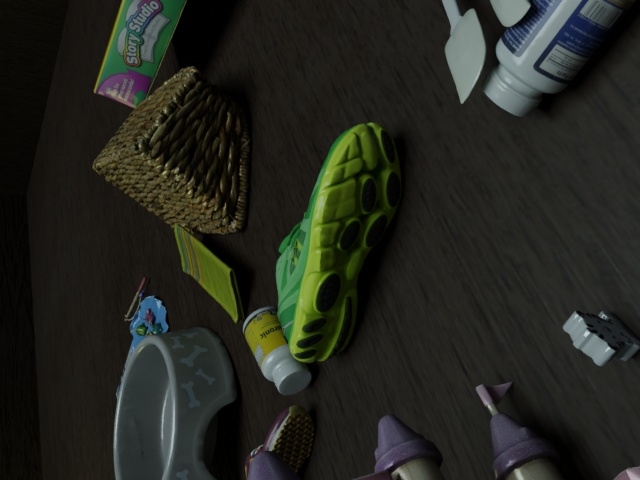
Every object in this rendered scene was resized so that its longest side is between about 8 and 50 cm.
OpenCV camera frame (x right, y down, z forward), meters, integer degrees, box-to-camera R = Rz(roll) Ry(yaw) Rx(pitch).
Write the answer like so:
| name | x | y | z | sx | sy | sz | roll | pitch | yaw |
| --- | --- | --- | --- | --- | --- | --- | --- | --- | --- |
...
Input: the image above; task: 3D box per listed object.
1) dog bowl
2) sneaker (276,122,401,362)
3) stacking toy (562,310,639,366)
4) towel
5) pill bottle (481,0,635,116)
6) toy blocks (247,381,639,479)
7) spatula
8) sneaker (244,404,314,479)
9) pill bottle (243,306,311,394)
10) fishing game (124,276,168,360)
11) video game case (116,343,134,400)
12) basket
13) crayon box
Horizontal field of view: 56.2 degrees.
| name | x | y | z | sx | sy | sz | roll | pitch | yaw |
| --- | --- | --- | --- | --- | --- | --- | --- | --- | --- |
| dog bowl | -0.268 | 0.322 | 1.053 | 0.349 | 0.102 | 0.348 | -22 | 63 | 53 |
| sneaker | 0.000 | 0.000 | 0.697 | 0.123 | 0.109 | 0.295 | 41 | 121 | 46 |
| stacking toy | 0.265 | 0.060 | 0.342 | 0.221 | 0.052 | 0.167 | 56 | 132 | 42 |
| towel | -0.197 | 0.052 | 1.034 | 0.237 | 0.021 | 0.102 | 31 | 137 | 51 |
| pill bottle | 0.182 | -0.160 | 0.472 | 0.120 | 0.067 | 0.067 | -57 | 43 | 36 |
| toy blocks | 0.073 | 0.238 | 0.404 | 0.260 | 0.289 | 0.309 | -118 | 27 | -45 |
| spatula | 0.149 | -0.253 | 0.516 | 0.168 | 0.019 | 0.242 | 120 | 157 | -45 |
| sneaker | -0.066 | 0.292 | 0.809 | 0.084 | 0.070 | 0.185 | 33 | 113 | 51 |
| pill bottle | -0.057 | 0.149 | 0.810 | 0.116 | 0.065 | 0.065 | 54 | 130 | 43 |
| fishing game | -0.388 | 0.214 | 1.319 | 0.189 | 0.041 | 0.264 | -59 | 43 | 25 |
| video game case | -0.428 | 0.373 | 1.394 | 0.201 | 0.023 | 0.183 | 56 | 131 | 41 |
| basket | -0.230 | -0.155 | 1.076 | 0.299 | 0.223 | 0.213 | -2 | 53 | 57 |
| crayon box | -0.304 | -0.484 | 1.134 | 0.363 | 0.106 | 0.313 | -48 | 33 | 44 |
